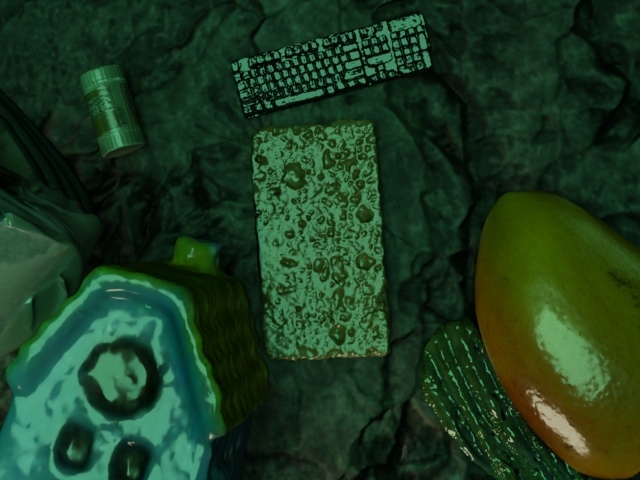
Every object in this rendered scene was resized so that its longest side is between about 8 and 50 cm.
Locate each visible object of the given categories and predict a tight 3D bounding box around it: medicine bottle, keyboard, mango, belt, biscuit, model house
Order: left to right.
[{"bbox_3d":[-0.376,-0.081,1.040,0.173,0.300,0.436,-47,61,11],"label":"belt"},{"bbox_3d":[-0.207,-0.128,1.147,0.047,0.047,0.083,-18,87,10],"label":"medicine bottle"},{"bbox_3d":[-0.158,0.145,1.042,0.216,0.237,0.303,11,91,7],"label":"model house"},{"bbox_3d":[0.000,0.000,1.117,0.131,0.025,0.230,-3,89,10],"label":"biscuit"},{"bbox_3d":[0.010,-0.170,1.121,0.196,0.018,0.060,-14,90,11],"label":"keyboard"},{"bbox_3d":[0.227,0.074,1.019,0.187,0.138,0.257,-43,88,-4],"label":"mango"}]

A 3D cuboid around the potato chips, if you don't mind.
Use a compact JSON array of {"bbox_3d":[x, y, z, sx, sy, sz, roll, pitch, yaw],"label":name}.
[{"bbox_3d":[0.165,0.170,1.086,0.092,0.028,0.207,-35,82,10],"label":"potato chips"}]
